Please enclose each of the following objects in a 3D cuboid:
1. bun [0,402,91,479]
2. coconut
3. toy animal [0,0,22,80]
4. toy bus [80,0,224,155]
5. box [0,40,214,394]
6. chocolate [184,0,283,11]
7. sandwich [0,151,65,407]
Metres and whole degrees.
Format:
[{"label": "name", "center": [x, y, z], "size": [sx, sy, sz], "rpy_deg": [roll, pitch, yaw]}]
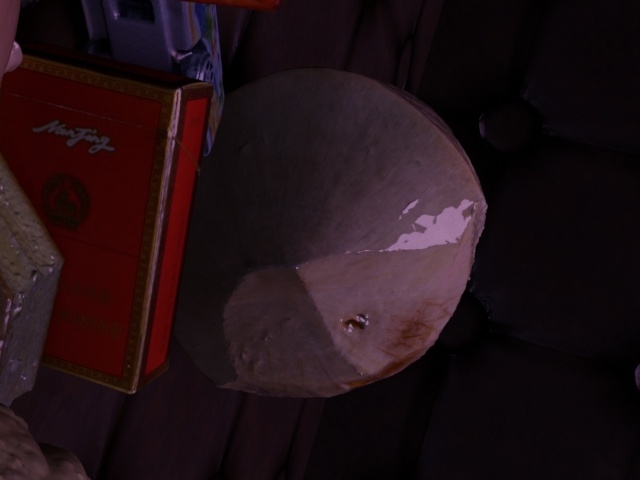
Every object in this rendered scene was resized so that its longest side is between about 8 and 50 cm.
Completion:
[{"label": "bun", "center": [-0.230, 0.168, 0.552], "size": [0.152, 0.259, 0.259], "rpy_deg": [-67, 165, -48]}, {"label": "coconut", "center": [0.000, 0.000, 1.088], "size": [0.415, 0.344, 0.415], "rpy_deg": [15, 90, -80]}, {"label": "toy animal", "center": [-0.232, -0.058, 0.364], "size": [0.195, 0.213, 0.256], "rpy_deg": [-37, -145, 37]}, {"label": "toy bus", "center": [-0.139, -0.226, 0.793], "size": [0.330, 0.109, 0.136], "rpy_deg": [90, 10, -48]}, {"label": "box", "center": [-0.179, -0.019, 0.740], "size": [0.074, 0.153, 0.240], "rpy_deg": [-29, 133, -66]}, {"label": "chocolate", "center": [-0.120, -0.273, 0.561], "size": [0.108, 0.234, 0.237], "rpy_deg": [-79, 175, -58]}, {"label": "sandwich", "center": [-0.248, 0.059, 0.686], "size": [0.094, 0.096, 0.258], "rpy_deg": [-45, 151, -75]}]
